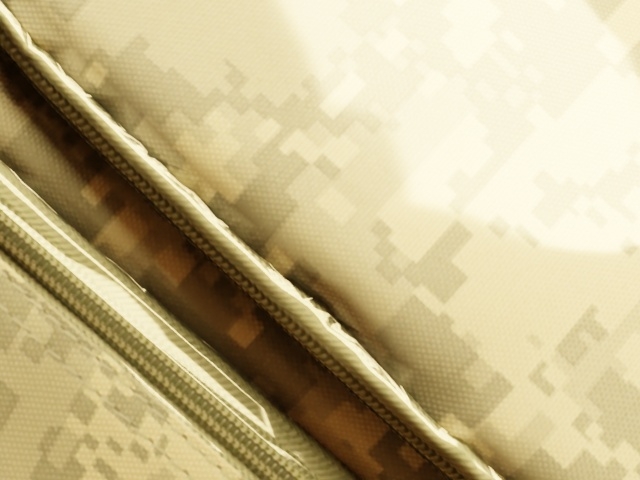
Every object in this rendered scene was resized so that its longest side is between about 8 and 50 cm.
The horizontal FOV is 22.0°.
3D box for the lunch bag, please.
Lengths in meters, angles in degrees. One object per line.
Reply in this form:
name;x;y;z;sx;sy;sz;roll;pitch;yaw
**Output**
lunch bag;0.000;0.000;0.447;0.305;0.256;0.212;42;2;0
